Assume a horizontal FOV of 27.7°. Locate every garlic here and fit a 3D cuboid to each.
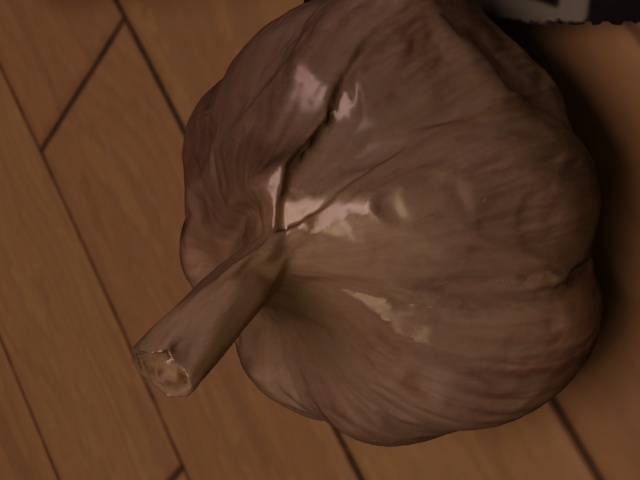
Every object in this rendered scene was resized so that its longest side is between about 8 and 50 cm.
[{"bbox_3d":[0.000,0.000,0.553,0.218,0.212,0.219,18,119,38],"label":"garlic"}]

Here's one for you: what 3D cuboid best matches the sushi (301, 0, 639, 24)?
[{"bbox_3d":[0.102,-0.251,0.519,0.339,0.069,0.320,10,117,47],"label":"sushi"}]
